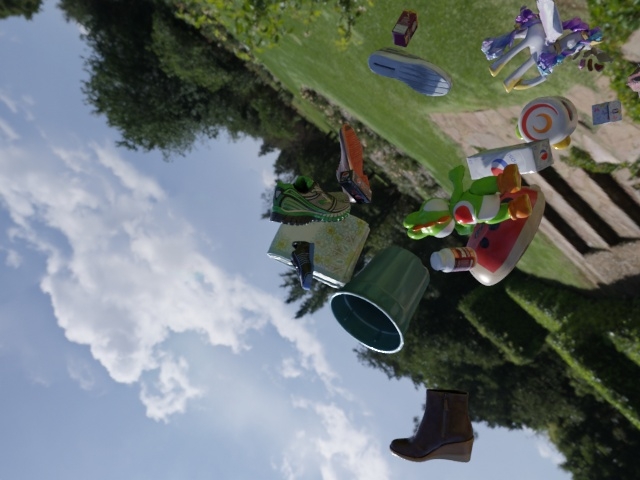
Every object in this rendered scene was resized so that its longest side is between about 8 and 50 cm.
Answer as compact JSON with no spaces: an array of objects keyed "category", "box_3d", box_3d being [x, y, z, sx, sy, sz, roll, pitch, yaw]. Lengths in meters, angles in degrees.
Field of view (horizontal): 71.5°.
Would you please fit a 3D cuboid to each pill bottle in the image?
[{"category":"pill bottle","box_3d":[0.474,0.069,1.588,0.152,0.086,0.086,-3,-148,-24]}]

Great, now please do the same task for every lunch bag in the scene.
[{"category":"lunch bag","box_3d":[0.956,-0.427,1.485,0.053,0.083,0.071,-26,-70,-58]}]

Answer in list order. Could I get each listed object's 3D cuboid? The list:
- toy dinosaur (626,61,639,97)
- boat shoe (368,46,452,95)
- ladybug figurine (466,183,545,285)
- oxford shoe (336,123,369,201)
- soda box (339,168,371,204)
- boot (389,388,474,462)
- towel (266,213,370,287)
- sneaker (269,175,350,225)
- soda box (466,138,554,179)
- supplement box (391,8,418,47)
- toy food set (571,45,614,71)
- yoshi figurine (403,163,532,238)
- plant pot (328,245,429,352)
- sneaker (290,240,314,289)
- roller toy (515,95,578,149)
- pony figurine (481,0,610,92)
[{"category":"toy dinosaur","box_3d":[0.857,-0.421,1.123,0.127,0.200,0.296,57,178,-1]},{"category":"boat shoe","box_3d":[0.309,-0.583,1.492,0.302,0.094,0.109,28,152,15]},{"category":"ladybug figurine","box_3d":[0.720,-0.032,1.776,0.162,0.449,0.305,23,-158,-1]},{"category":"oxford shoe","box_3d":[0.122,-0.347,2.049,0.130,0.133,0.363,-32,-65,-51]},{"category":"soda box","box_3d":[0.138,-0.208,1.742,0.169,0.060,0.053,41,-132,-47]},{"category":"boot","box_3d":[0.320,0.539,1.314,0.090,0.248,0.207,-8,-87,-72]},{"category":"towel","box_3d":[0.000,0.000,1.931,0.374,0.320,0.090,24,157,3]},{"category":"sneaker","box_3d":[-0.014,-0.136,1.465,0.134,0.146,0.343,17,-163,37]},{"category":"soda box","box_3d":[0.664,-0.284,1.579,0.286,0.098,0.091,5,116,62]},{"category":"supplement box","box_3d":[0.243,-0.609,1.275,0.043,0.083,0.055,25,171,21]},{"category":"toy food set","box_3d":[0.920,-0.607,1.506,0.019,0.078,0.122,10,-143,-41]},{"category":"yoshi figurine","box_3d":[0.435,-0.106,1.359,0.203,0.362,0.203,28,-129,-50]},{"category":"plant pot","box_3d":[0.265,0.221,1.830,0.341,0.334,0.341,28,146,21]},{"category":"sneaker","box_3d":[-0.072,0.093,1.708,0.090,0.081,0.232,7,-138,-7]},{"category":"roller toy","box_3d":[0.911,-0.476,1.773,0.146,0.191,0.209,-19,-138,-39]},{"category":"pony figurine","box_3d":[0.776,-0.731,1.583,0.351,0.363,0.303,47,-137,-23]}]
